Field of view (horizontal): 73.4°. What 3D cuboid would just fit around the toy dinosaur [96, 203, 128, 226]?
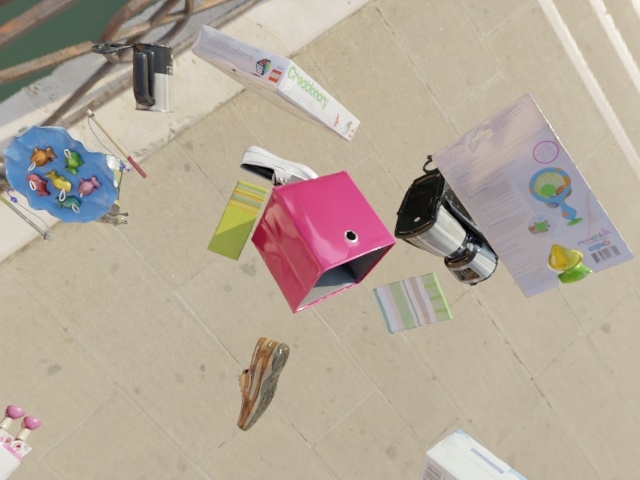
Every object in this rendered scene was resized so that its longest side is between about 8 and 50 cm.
[{"bbox_3d":[-0.546,-0.060,1.065,0.093,0.183,0.053,-3,77,22],"label":"toy dinosaur"}]

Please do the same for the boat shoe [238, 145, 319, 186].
[{"bbox_3d":[-0.130,-0.205,1.347,0.258,0.095,0.084,21,58,1],"label":"boat shoe"}]

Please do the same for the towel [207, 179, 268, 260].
[{"bbox_3d":[-0.246,-0.063,1.287,0.102,0.021,0.237,20,76,7],"label":"towel"}]

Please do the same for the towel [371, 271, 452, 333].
[{"bbox_3d":[0.197,0.140,0.940,0.152,0.023,0.113,-21,94,30],"label":"towel"}]

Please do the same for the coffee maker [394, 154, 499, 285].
[{"bbox_3d":[0.240,-0.034,0.757,0.178,0.120,0.171,33,84,-25],"label":"coffee maker"}]

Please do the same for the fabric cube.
[{"bbox_3d":[0.000,0.000,1.184,0.254,0.259,0.258,-19,67,-33],"label":"fabric cube"}]

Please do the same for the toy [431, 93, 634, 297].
[{"bbox_3d":[0.271,-0.052,0.559,0.237,0.137,0.056,56,35,-2],"label":"toy"}]

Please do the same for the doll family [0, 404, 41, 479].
[{"bbox_3d":[-0.485,0.245,0.501,0.118,0.163,0.263,-21,121,20],"label":"doll family"}]

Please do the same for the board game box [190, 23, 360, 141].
[{"bbox_3d":[-0.065,-0.277,0.797,0.193,0.305,0.053,31,100,22],"label":"board game box"}]

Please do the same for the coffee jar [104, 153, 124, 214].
[{"bbox_3d":[-0.618,-0.147,1.226,0.096,0.079,0.184,-15,67,28],"label":"coffee jar"}]

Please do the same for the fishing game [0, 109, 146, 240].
[{"bbox_3d":[-0.448,-0.106,0.736,0.264,0.041,0.189,-24,121,14],"label":"fishing game"}]

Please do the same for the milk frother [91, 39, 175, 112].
[{"bbox_3d":[-0.390,-0.344,0.905,0.143,0.129,0.134,10,107,16],"label":"milk frother"}]

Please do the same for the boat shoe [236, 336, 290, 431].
[{"bbox_3d":[-0.214,0.479,1.464,0.120,0.122,0.324,24,93,18],"label":"boat shoe"}]

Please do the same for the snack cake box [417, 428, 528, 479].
[{"bbox_3d":[0.206,0.434,0.611,0.089,0.152,0.264,-8,115,-41],"label":"snack cake box"}]
